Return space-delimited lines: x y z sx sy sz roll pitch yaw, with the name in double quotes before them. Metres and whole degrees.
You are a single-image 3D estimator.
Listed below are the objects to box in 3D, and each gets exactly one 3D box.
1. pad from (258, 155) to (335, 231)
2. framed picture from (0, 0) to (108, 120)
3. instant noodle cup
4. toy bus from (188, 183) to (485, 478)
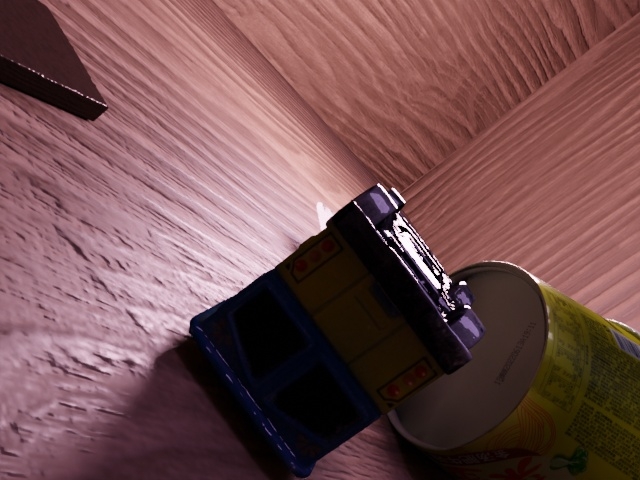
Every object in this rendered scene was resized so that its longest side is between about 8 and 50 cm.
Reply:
"pad" 0.019 -0.015 1.128 0.323 0.055 0.250 58 12 29
"framed picture" -0.252 -0.169 0.563 0.128 0.023 0.168 56 11 15
"instant noodle cup" 0.228 0.177 0.847 0.221 0.311 0.311 36 17 -28
"toy bus" 0.027 0.057 0.604 0.138 0.175 0.288 53 10 3
